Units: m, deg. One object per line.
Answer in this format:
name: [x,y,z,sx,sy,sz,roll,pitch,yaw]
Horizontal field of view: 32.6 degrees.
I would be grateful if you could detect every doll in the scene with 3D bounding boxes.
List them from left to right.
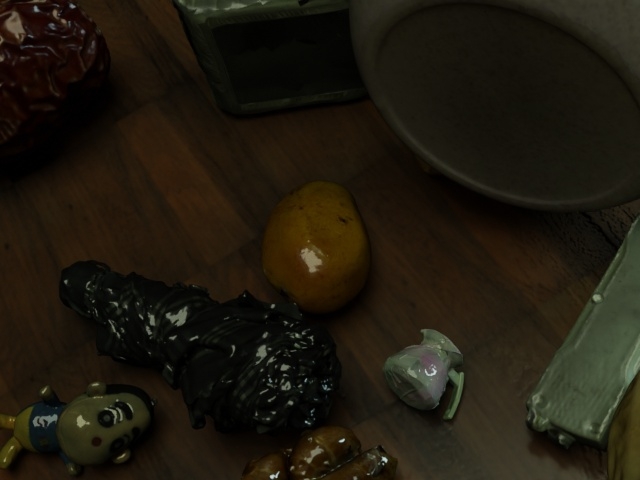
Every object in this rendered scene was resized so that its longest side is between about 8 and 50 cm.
doll: [-0.246,0.185,1.084,0.179,0.102,0.089,-17,19,3]

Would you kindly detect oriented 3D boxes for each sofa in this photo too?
sofa: [-0.040,-0.272,1.236,0.225,0.210,0.176,-8,60,9]

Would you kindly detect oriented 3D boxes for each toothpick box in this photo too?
toothpick box: [0.250,-0.280,1.054,0.409,0.409,0.425,18,60,22]

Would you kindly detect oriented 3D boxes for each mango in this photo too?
mango: [-0.007,0.001,1.132,0.115,0.089,0.165,-4,52,-13]

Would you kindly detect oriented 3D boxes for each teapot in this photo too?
teapot: [0.107,0.129,1.056,0.083,0.064,0.064,47,68,-2]

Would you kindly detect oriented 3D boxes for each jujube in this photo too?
jujube: [-0.375,-0.200,1.279,0.232,0.213,0.213,-43,60,-12]

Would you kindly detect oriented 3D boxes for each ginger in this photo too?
ginger: [-0.014,0.230,1.013,0.162,0.073,0.103,-38,72,-18]

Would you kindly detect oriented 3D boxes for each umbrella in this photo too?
umbrella: [-0.140,0.108,1.089,0.337,0.128,0.154,9,42,26]

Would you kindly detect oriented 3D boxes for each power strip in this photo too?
power strip: [0.288,0.066,1.018,0.080,0.048,0.286,25,80,35]

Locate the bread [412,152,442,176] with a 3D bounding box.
bread: [0.124,-0.120,1.201,0.072,0.053,0.106,-10,58,-21]

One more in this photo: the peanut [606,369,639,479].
peanut: [0.295,0.226,0.901,0.149,0.149,0.313,9,65,18]
